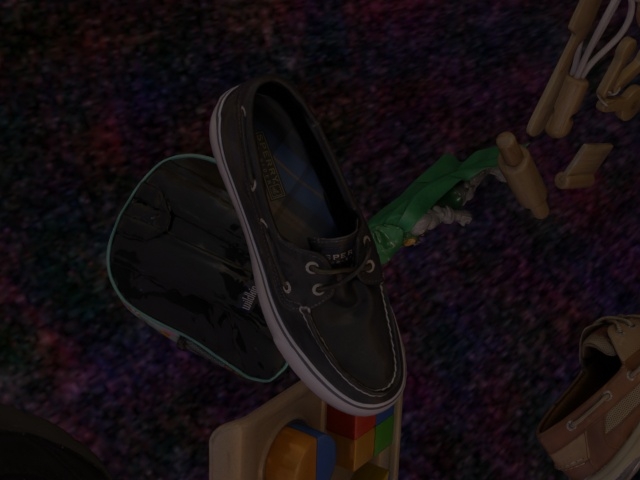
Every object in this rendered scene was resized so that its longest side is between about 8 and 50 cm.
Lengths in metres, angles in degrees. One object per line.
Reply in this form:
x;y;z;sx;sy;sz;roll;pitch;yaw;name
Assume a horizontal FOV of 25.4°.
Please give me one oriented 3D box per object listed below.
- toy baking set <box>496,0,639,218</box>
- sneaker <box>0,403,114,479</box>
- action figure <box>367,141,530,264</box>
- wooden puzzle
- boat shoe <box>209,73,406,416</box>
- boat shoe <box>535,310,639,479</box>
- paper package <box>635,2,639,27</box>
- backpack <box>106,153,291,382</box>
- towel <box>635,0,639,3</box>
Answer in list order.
0.223;-0.126;1.256;0.030;0.256;0.197;35;88;29;toy baking set
-0.177;0.144;0.488;0.140;0.341;0.125;39;109;27;sneaker
0.110;-0.032;1.436;0.137;0.232;0.063;-21;99;42;action figure
0.003;0.319;1.808;0.080;0.348;0.322;19;118;35;wooden puzzle
0.000;0.000;0.886;0.228;0.080;0.076;70;158;5;boat shoe
0.358;0.135;1.615;0.116;0.324;0.123;41;155;-9;boat shoe
0.557;-0.248;1.517;0.325;0.309;0.168;-126;40;-56;paper package
-0.087;0.019;1.226;0.188;0.144;0.166;27;86;-6;backpack
0.245;-0.334;1.301;0.282;0.049;0.187;29;133;16;towel
